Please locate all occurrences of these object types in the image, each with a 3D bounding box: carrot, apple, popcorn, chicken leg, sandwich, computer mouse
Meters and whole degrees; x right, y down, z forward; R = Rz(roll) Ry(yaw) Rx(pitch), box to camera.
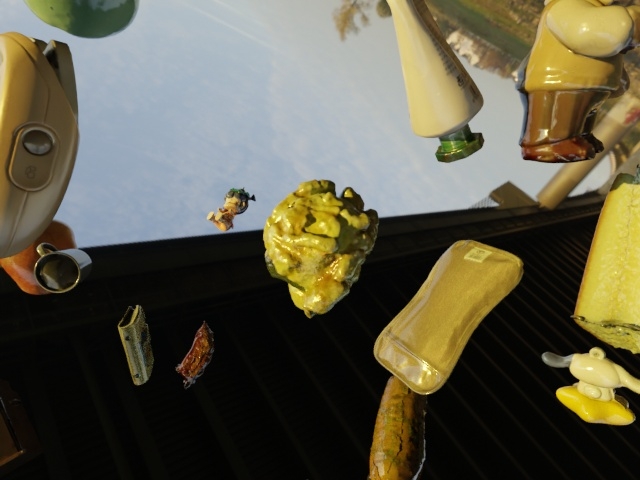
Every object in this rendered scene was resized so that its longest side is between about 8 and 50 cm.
[{"bbox_3d":[0.122,0.296,0.634,0.082,0.082,0.173,29,-135,-1],"label":"carrot"},{"bbox_3d":[-0.926,0.048,1.399,0.254,0.253,0.253,21,-147,-14],"label":"apple"},{"bbox_3d":[-0.006,0.005,1.047,0.279,0.274,0.335,47,-123,1],"label":"popcorn"},{"bbox_3d":[-0.431,0.404,1.465,0.105,0.063,0.233,22,-110,11],"label":"chicken leg"},{"bbox_3d":[0.420,0.026,0.526,0.128,0.122,0.235,29,-104,-21],"label":"sandwich"},{"bbox_3d":[-0.318,-0.097,0.441,0.145,0.236,0.082,21,-173,37],"label":"computer mouse"}]

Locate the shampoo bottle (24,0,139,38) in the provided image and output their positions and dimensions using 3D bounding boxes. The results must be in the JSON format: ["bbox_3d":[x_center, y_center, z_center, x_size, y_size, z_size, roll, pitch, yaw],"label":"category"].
[{"bbox_3d":[-0.338,-0.447,0.566,0.222,0.151,0.348,-4,-101,-34],"label":"shampoo bottle"}]

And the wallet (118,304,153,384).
[{"bbox_3d":[-0.423,0.239,0.972,0.040,0.154,0.110,-6,-158,-8],"label":"wallet"}]

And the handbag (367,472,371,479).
[{"bbox_3d":[0.122,0.667,0.866,0.088,0.274,0.244,0,-162,2],"label":"handbag"}]

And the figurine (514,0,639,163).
[{"bbox_3d":[0.271,-0.265,0.396,0.218,0.364,0.206,-19,-170,-33],"label":"figurine"}]

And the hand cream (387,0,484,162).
[{"bbox_3d":[0.074,-0.231,0.395,0.335,0.076,0.121,59,-151,-21],"label":"hand cream"}]

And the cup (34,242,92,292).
[{"bbox_3d":[-0.498,0.045,0.804,0.100,0.078,0.077,55,176,-12],"label":"cup"}]

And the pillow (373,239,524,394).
[{"bbox_3d":[0.163,0.091,0.555,0.033,0.217,0.130,42,172,-32],"label":"pillow"}]

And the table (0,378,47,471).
[{"bbox_3d":[-0.720,0.405,0.874,0.173,0.169,0.193,-28,-103,-29],"label":"table"}]

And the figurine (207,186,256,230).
[{"bbox_3d":[-0.332,-0.120,1.546,0.112,0.102,0.194,9,-125,30],"label":"figurine"}]

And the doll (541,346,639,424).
[{"bbox_3d":[0.392,0.207,0.609,0.072,0.113,0.135,-23,-135,-39],"label":"doll"}]
